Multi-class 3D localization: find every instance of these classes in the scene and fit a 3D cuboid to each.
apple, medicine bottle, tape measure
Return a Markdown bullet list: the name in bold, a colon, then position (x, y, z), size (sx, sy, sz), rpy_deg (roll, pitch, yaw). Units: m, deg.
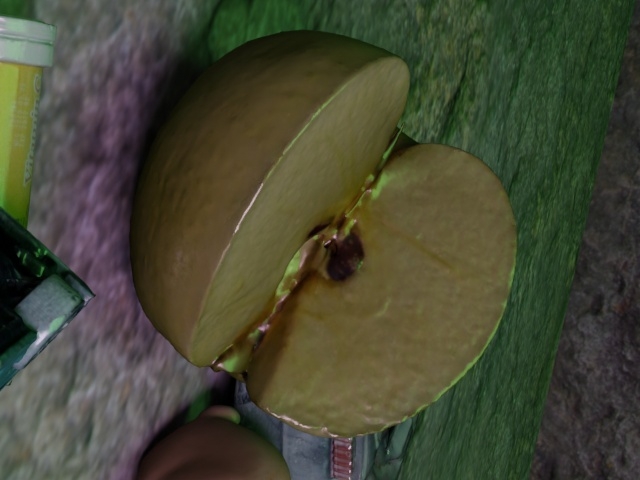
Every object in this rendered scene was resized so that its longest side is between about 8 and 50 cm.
- **apple**: position (-0.014, -0.008, 0.735), size (0.295, 0.233, 0.258), rpy_deg (40, 82, -35)
- **medicine bottle**: position (-0.203, -0.023, 0.554), size (0.074, 0.074, 0.218), rpy_deg (-6, 106, -62)
- **tape measure**: position (0.023, 0.151, 0.951), size (0.256, 0.147, 0.275), rpy_deg (-61, 152, -44)

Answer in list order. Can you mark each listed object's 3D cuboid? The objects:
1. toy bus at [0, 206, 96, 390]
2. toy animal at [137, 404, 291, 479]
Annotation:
- **toy bus**: position (-0.205, 0.052, 0.383), size (0.147, 0.128, 0.256), rpy_deg (-47, -175, 9)
- **toy animal**: position (-0.078, 0.259, 0.800), size (0.171, 0.171, 0.198), rpy_deg (-37, 128, -54)
